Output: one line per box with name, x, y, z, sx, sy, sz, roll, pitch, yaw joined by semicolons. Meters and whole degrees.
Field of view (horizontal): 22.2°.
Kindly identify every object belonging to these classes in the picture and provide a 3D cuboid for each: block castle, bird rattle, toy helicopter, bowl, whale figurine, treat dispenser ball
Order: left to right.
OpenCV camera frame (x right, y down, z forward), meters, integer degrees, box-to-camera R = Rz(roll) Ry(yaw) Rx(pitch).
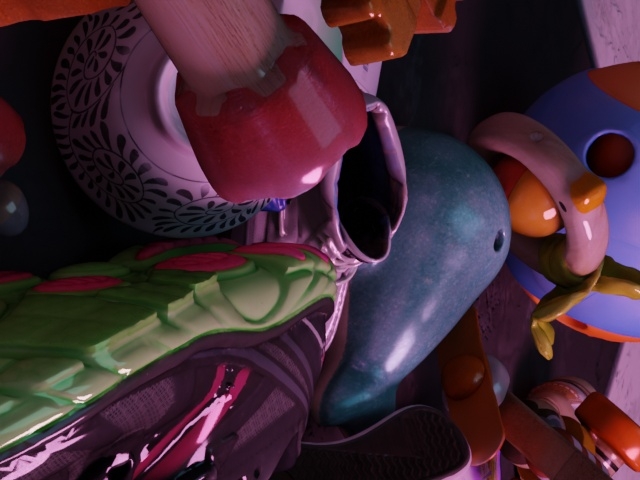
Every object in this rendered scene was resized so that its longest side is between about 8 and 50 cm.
bowl;-0.076;-0.086;1.018;0.170;0.080;0.170;0;89;-20
block castle;-0.060;-0.212;0.906;0.213;0.303;0.453;59;42;-38
whale figurine;0.074;0.039;1.362;0.216;0.141;0.272;45;56;-56
bird rattle;0.192;-0.032;1.470;0.143;0.253;0.207;-25;143;-17
toy helicopter;0.192;0.172;1.373;0.140;0.235;0.355;-46;-173;-1
treat dispenser ball;0.320;-0.039;1.674;0.288;0.288;0.288;-9;101;-63

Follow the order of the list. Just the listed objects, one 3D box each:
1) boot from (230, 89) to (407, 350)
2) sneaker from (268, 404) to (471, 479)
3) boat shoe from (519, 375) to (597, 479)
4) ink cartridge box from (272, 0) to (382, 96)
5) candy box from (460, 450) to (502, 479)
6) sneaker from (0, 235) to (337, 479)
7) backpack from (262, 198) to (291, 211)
boot;0.000;0.000;1.184;0.095;0.123;0.258;-19;122;-28
sneaker;-0.007;0.217;1.266;0.290;0.123;0.106;-9;57;-44
boat shoe;0.267;0.307;1.812;0.103;0.113;0.302;-11;91;-61
ink cartridge box;0.000;-0.205;1.294;0.181;0.056;0.224;36;62;-59
candy box;0.105;0.275;1.520;0.196;0.070;0.165;-17;108;-62
sneaker;-0.120;0.113;0.944;0.483;0.185;0.202;-11;102;-60
backpack;-0.073;-0.082;1.110;0.101;0.098;0.120;4;90;-46
